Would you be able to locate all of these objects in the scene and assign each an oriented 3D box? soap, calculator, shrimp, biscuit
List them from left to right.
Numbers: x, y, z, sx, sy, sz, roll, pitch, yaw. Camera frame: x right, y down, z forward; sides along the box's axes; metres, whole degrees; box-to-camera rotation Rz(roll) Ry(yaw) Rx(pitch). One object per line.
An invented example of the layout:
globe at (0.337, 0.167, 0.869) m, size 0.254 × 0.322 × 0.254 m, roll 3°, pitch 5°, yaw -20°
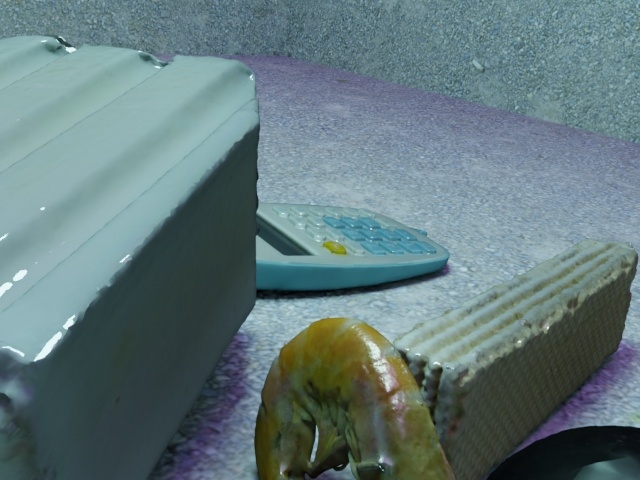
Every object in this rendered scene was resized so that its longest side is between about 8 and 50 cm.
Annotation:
soap at (-0.225, 0.006, 0.573) m, size 0.351 × 0.212 × 0.435 m, roll 8°, pitch 35°, yaw 16°
calculator at (0.000, 0.000, 1.034) m, size 0.387 × 0.054 × 0.256 m, roll -4°, pitch 23°, yaw -32°
shrimp at (0.028, 0.164, 0.509) m, size 0.068 × 0.150 × 0.248 m, roll 23°, pitch 24°, yaw -46°
biscuit at (0.201, 0.099, 0.708) m, size 0.079 × 0.143 × 0.426 m, roll 21°, pitch 23°, yaw 35°

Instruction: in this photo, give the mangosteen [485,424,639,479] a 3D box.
mangosteen at (0.137, 0.205, 0.341) m, size 0.216 × 0.216 × 0.216 m, roll 7°, pitch 20°, yaw -2°
